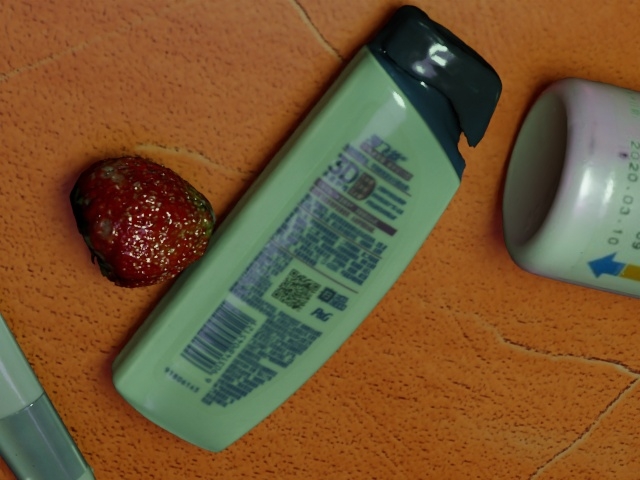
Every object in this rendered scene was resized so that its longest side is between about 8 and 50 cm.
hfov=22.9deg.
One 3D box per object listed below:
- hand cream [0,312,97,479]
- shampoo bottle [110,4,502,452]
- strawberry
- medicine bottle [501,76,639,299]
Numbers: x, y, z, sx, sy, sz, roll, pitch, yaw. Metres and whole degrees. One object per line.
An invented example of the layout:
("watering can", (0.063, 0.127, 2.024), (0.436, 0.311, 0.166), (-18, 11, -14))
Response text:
("hand cream", (-0.252, 0.095, 1.194), (0.079, 0.048, 0.255), (-25, 111, 11))
("shampoo bottle", (0.000, 0.000, 1.177), (0.134, 0.078, 0.359), (34, 103, -22))
("strawberry", (-0.129, -0.017, 1.144), (0.106, 0.106, 0.106), (-3, 112, -7))
("medicine bottle", (0.274, -0.024, 1.164), (0.255, 0.152, 0.152), (11, 109, -13))
